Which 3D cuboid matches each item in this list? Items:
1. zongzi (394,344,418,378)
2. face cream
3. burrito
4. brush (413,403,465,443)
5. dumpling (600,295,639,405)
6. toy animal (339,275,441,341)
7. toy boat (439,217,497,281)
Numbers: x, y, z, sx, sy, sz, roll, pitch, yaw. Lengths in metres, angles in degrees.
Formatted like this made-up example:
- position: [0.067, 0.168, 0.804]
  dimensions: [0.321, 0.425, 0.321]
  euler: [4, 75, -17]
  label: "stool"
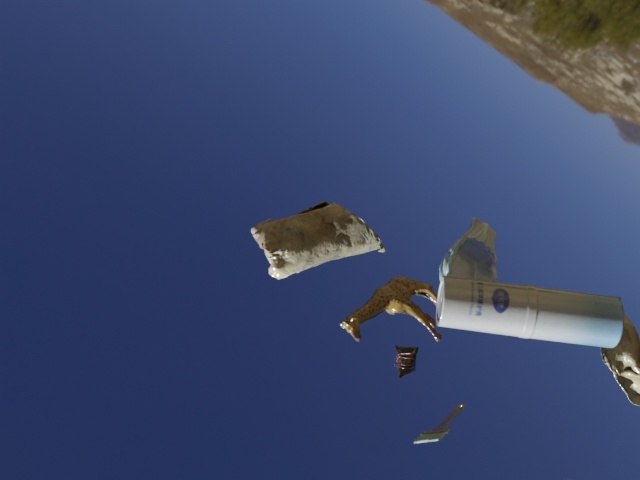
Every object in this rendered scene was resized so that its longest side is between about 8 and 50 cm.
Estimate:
- position: [0.207, 0.305, 1.618]
  dimensions: [0.073, 0.067, 0.083]
  euler: [-34, -66, -48]
  label: "zongzi"
- position: [0.296, 0.102, 0.952]
  dimensions: [0.250, 0.077, 0.077]
  euler: [6, -147, 3]
  label: "face cream"
- position: [-0.001, -0.013, 1.748]
  dimensions: [0.347, 0.175, 0.107]
  euler: [-14, -167, -13]
  label: "burrito"
- position: [0.320, 0.466, 1.700]
  dimensions: [0.205, 0.083, 0.011]
  euler: [-23, -91, -49]
  label: "brush"
- position: [0.884, 0.314, 1.914]
  dimensions: [0.166, 0.086, 0.332]
  euler: [3, -111, -44]
  label: "dumpling"
- position: [0.150, 0.137, 1.349]
  dimensions: [0.275, 0.054, 0.149]
  euler: [7, -120, -33]
  label: "toy animal"
- position: [0.422, 0.081, 1.921]
  dimensions: [0.199, 0.100, 0.290]
  euler: [35, -112, -29]
  label: "toy boat"
